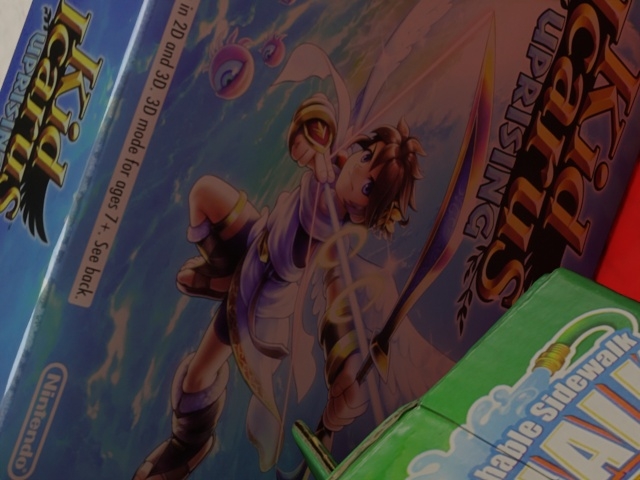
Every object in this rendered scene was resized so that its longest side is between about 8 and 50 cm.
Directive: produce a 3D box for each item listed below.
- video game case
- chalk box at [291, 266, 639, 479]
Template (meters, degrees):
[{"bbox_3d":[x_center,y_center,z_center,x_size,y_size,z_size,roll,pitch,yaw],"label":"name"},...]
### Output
[{"bbox_3d":[0.000,0.000,0.544,0.061,0.244,0.269,22,92,43],"label":"video game case"},{"bbox_3d":[0.083,0.144,0.426,0.179,0.180,0.289,-43,42,-21],"label":"chalk box"}]
